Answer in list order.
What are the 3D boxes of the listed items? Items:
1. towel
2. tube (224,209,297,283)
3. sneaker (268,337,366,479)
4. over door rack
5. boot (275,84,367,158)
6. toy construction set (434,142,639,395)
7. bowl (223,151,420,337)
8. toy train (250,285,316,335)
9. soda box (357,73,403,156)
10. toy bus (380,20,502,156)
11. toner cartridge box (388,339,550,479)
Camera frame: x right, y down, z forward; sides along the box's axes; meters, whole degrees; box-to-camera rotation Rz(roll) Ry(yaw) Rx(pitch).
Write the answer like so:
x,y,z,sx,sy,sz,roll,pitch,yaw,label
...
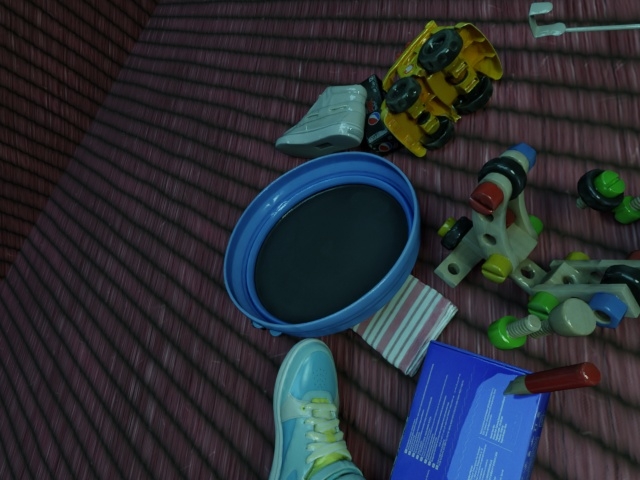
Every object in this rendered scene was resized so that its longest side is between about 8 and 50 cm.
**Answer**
x,y,z,sx,sy,sz,roll,pitch,yaw,label
0.127,0.124,0.778,0.197,0.029,0.144,35,93,42,towel
-0.122,0.015,0.985,0.070,0.062,0.240,37,88,-1,tube
0.014,0.317,0.674,0.208,0.127,0.319,-15,69,59,sneaker
0.501,-0.397,0.660,0.323,0.108,0.240,14,79,18,over door rack
0.003,-0.260,0.968,0.258,0.095,0.124,2,76,46,boot
0.271,0.057,0.606,0.237,0.257,0.309,120,172,-61,toy construction set
0.000,0.000,0.832,0.390,0.077,0.391,-16,48,19,bowl
-0.063,0.124,0.881,0.184,0.080,0.105,-19,54,27,toy train
0.122,-0.263,0.923,0.053,0.060,0.169,-26,57,31,soda box
0.193,-0.305,0.849,0.220,0.149,0.211,-48,38,13,toy bus
0.189,0.334,0.609,0.165,0.075,0.348,12,78,40,toner cartridge box
